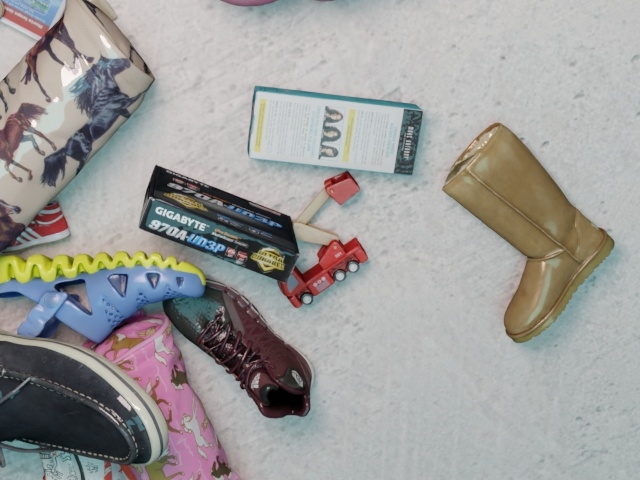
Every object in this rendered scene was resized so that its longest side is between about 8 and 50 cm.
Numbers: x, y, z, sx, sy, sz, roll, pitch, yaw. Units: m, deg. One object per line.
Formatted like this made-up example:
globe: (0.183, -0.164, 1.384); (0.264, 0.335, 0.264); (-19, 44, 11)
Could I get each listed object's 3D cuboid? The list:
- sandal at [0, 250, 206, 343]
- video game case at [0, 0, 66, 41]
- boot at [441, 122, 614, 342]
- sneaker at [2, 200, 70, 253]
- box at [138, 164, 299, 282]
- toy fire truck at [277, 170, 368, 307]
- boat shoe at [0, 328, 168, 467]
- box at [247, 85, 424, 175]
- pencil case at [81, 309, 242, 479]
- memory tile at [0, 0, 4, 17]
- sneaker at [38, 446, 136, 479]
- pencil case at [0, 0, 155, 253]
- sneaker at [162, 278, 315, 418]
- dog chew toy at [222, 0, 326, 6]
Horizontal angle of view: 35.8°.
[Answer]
sandal: (-0.323, 0.085, 1.438); (0.318, 0.126, 0.138); (-4, 82, 3)
video game case: (-0.397, -0.436, 1.323); (0.204, 0.025, 0.285); (27, 103, -15)
boot: (0.286, -0.008, 1.517); (0.269, 0.089, 0.236); (39, 89, -17)
sneaker: (-0.432, -0.024, 1.445); (0.119, 0.042, 0.067); (-15, 113, -10)
box: (-0.144, -0.026, 1.408); (0.220, 0.175, 0.051); (21, 105, -12)
toy fire truck: (0.000, 0.000, 1.502); (0.192, 0.047, 0.135); (-35, 108, 6)
boat shoe: (-0.444, 0.214, 1.362); (0.500, 0.156, 0.186); (18, 130, 14)
box: (0.020, -0.161, 1.444); (0.244, 0.060, 0.100); (6, 108, -9)
pencil case: (-0.228, 0.296, 1.509); (0.160, 0.167, 0.386); (-30, 110, -18)
memory tile: (-0.509, -0.326, 1.329); (0.148, 0.012, 0.113); (-18, 120, 12)
sneaker: (-0.345, 0.405, 1.574); (0.145, 0.090, 0.270); (-21, 106, 1)
pencil case: (-0.399, -0.144, 1.341); (0.410, 0.183, 0.160); (-47, 143, 5)
sneaker: (-0.113, 0.169, 1.483); (0.281, 0.162, 0.106); (36, 101, -16)
dog chew toy: (-0.013, -0.404, 1.296); (0.332, 0.206, 0.206); (1, 108, -16)
